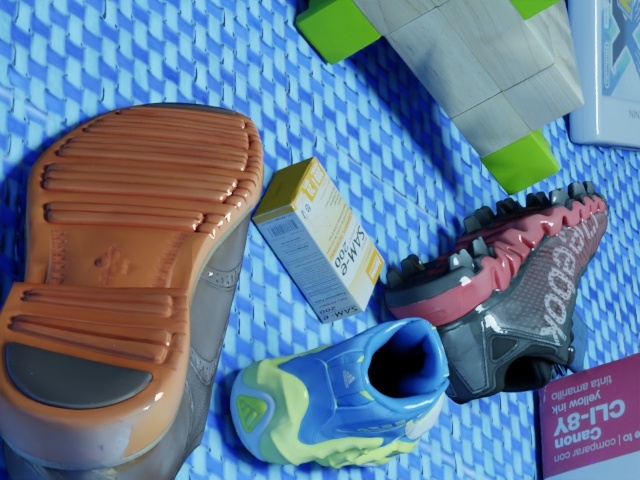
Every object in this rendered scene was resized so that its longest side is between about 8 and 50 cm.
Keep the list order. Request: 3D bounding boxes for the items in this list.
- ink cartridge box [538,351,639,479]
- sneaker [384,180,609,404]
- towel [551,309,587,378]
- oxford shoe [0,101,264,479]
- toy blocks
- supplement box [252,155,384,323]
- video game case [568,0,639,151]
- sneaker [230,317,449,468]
[{"bbox_3d":[0.312,0.315,1.528,0.279,0.160,0.385,38,43,-42],"label":"ink cartridge box"},{"bbox_3d":[0.154,0.042,1.484,0.276,0.097,0.135,-32,103,-52],"label":"sneaker"},{"bbox_3d":[0.184,0.056,1.604,0.119,0.029,0.067,51,36,-27],"label":"towel"},{"bbox_3d":[-0.110,0.038,1.084,0.364,0.130,0.133,-72,166,-56],"label":"oxford shoe"},{"bbox_3d":[0.084,-0.258,1.515,0.381,0.190,0.261,48,26,-33],"label":"toy blocks"},{"bbox_3d":[0.000,0.000,1.329,0.098,0.036,0.062,56,33,-24],"label":"supplement box"},{"bbox_3d":[0.325,-0.255,1.928,0.300,0.036,0.329,1,88,-59],"label":"video game case"},{"bbox_3d":[0.050,0.100,1.261,0.240,0.126,0.091,-7,79,-59],"label":"sneaker"}]
